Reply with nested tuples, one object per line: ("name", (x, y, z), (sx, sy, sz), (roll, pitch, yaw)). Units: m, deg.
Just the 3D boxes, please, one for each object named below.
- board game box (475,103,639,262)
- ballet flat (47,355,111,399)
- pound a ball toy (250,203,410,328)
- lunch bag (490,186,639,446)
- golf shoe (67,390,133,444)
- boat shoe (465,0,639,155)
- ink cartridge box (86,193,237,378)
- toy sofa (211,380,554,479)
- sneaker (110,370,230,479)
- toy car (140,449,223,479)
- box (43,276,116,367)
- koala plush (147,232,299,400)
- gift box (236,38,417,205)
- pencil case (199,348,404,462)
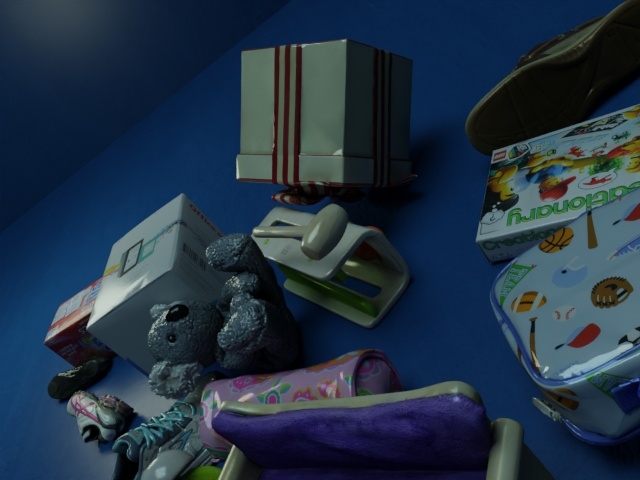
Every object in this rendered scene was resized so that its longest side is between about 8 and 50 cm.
("board game box", (0.363, -0.084, 0.837), (0.305, 0.053, 0.193), (-16, 38, 37))
("ballet flat", (-0.520, 0.298, 1.382), (0.173, 0.058, 0.049), (-28, -9, 20))
("pound a ball toy", (0.000, 0.000, 0.993), (0.136, 0.208, 0.319), (-50, 30, -15))
("lunch bag", (0.318, 0.055, 0.614), (0.303, 0.115, 0.243), (-35, 21, 12))
("golf shoe", (-0.429, 0.330, 1.196), (0.186, 0.067, 0.086), (-8, 45, 44))
("boat shoe", (0.370, -0.256, 1.012), (0.342, 0.123, 0.123), (-38, 16, 5))
("ink cartridge box", (-0.272, 0.089, 1.204), (0.197, 0.198, 0.270), (-34, 29, 14))
("toy sofa", (0.029, 0.262, 0.640), (0.362, 0.177, 0.150), (-15, 38, 37))
("sneaker", (-0.226, 0.303, 0.938), (0.110, 0.122, 0.283), (-6, 44, 46))
("toy car", (-0.177, 0.362, 0.809), (0.182, 0.159, 0.136), (-48, -6, -11))
("box", (-0.453, 0.159, 1.397), (0.256, 0.123, 0.128), (-32, 31, 16))
("koala plush", (-0.162, 0.136, 0.975), (0.221, 0.203, 0.196), (-22, 52, 6))
("gift box", (0.021, -0.189, 1.094), (0.276, 0.255, 0.258), (9, 100, 40))
("pencil case", (-0.033, 0.220, 0.832), (0.284, 0.124, 0.124), (-20, 36, 33))
